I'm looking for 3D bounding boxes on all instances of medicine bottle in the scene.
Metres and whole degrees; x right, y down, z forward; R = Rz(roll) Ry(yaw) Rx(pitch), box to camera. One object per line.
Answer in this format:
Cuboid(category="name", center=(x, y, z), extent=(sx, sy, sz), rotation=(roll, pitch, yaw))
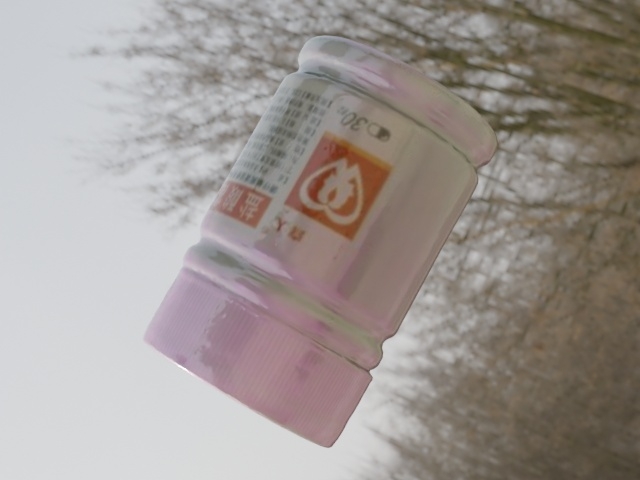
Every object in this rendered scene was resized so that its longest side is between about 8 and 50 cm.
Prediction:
Cuboid(category="medicine bottle", center=(0.000, 0.000, 1.128), extent=(0.316, 0.202, 0.202), rotation=(-61, -21, -6))
